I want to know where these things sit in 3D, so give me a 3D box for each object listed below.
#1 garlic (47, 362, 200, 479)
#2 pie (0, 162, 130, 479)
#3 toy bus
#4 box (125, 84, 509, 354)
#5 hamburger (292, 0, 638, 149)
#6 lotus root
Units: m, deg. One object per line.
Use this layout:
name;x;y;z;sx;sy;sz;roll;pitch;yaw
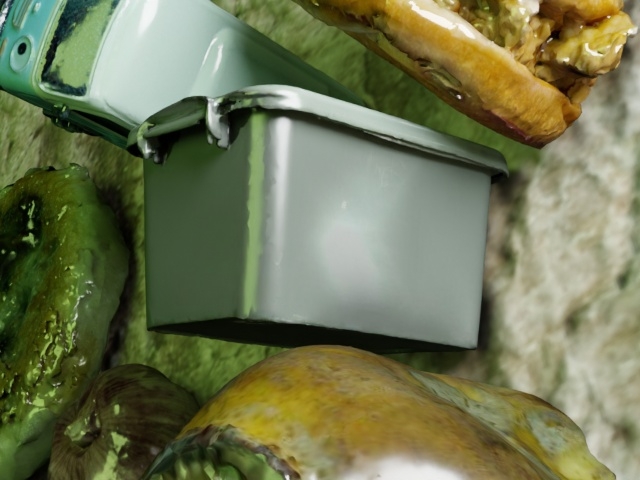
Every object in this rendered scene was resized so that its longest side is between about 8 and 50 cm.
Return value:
garlic;-0.159;0.168;0.952;0.147;0.102;0.159;-49;40;20
pie;-0.300;0.087;1.184;0.296;0.078;0.371;-23;52;38
toy bus;-0.101;-0.117;0.913;0.164;0.271;0.133;19;85;48
box;0.000;0.000;0.770;0.163;0.243;0.135;-10;75;45
hamburger;0.094;-0.200;0.780;0.211;0.245;0.260;-63;-2;16
lotus root;0.046;0.143;0.601;0.149;0.260;0.267;-47;41;20
